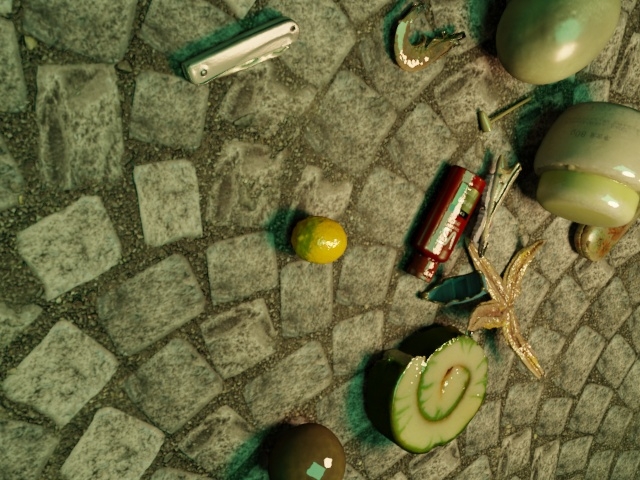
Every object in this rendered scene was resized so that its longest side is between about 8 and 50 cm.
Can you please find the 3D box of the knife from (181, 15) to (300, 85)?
[{"bbox_3d":[-0.156,-0.384,1.363,0.266,0.041,0.073,-30,129,-22],"label":"knife"}]

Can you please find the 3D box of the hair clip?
[{"bbox_3d":[0.470,-0.088,1.830,0.106,0.085,0.292,8,100,-66],"label":"hair clip"}]

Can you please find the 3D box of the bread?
[{"bbox_3d":[0.296,0.403,1.865,0.382,0.129,0.366,34,84,-35],"label":"bread"}]

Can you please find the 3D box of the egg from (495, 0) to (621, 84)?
[{"bbox_3d":[0.591,-0.542,1.668,0.352,0.258,0.258,-46,124,-9],"label":"egg"}]

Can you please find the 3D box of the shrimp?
[{"bbox_3d":[0.257,-0.495,1.594,0.219,0.046,0.152,-26,121,-23],"label":"shrimp"}]

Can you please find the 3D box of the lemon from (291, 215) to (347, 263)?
[{"bbox_3d":[0.000,0.000,1.549,0.155,0.114,0.114,13,98,-47],"label":"lemon"}]

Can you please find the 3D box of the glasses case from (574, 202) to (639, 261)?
[{"bbox_3d":[0.967,-0.112,2.152,0.425,0.098,0.156,-47,129,-12],"label":"glasses case"}]

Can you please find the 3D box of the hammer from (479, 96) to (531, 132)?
[{"bbox_3d":[0.502,-0.360,1.816,0.195,0.028,0.060,-32,114,-24],"label":"hammer"}]

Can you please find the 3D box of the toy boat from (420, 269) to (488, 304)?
[{"bbox_3d":[0.360,0.132,1.807,0.077,0.185,0.075,22,56,-45],"label":"toy boat"}]

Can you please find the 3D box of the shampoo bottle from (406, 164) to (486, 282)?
[{"bbox_3d":[0.328,-0.041,1.770,0.118,0.076,0.314,27,90,-40],"label":"shampoo bottle"}]

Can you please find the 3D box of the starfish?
[{"bbox_3d":[0.547,0.179,1.940,0.384,0.132,0.398,18,84,-40],"label":"starfish"}]

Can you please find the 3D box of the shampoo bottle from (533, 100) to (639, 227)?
[{"bbox_3d":[0.761,-0.214,1.847,0.322,0.322,0.317,19,86,-36],"label":"shampoo bottle"}]

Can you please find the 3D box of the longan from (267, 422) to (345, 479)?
[{"bbox_3d":[-0.029,0.557,1.671,0.212,0.198,0.198,42,81,-36],"label":"longan"}]
